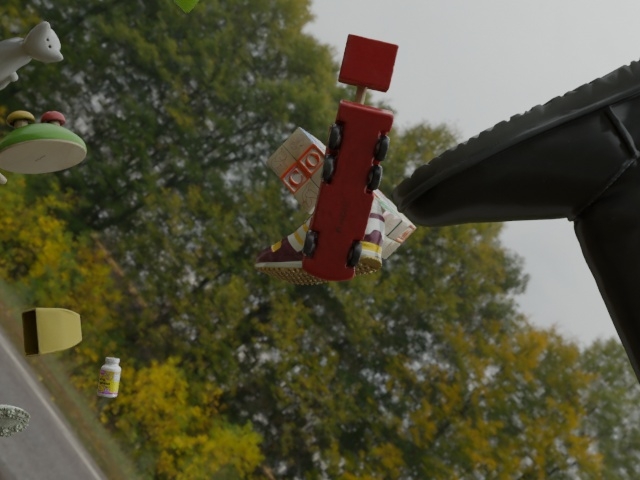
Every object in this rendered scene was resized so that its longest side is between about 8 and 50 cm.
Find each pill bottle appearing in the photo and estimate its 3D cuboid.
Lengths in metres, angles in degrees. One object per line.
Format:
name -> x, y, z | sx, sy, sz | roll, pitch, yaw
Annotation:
pill bottle -> -0.463, 0.300, 1.742 | 0.043, 0.043, 0.083 | 162, -65, -78

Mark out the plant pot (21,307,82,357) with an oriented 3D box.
plant pot -> -0.464, 0.157, 1.379 | 0.081, 0.083, 0.081 | -14, -100, 52

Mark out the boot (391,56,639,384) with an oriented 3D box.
boot -> 0.334, 0.055, 0.919 | 0.445, 0.367, 0.146 | 65, 12, 6

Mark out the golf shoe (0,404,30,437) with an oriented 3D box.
golf shoe -> -0.651, 0.331, 1.524 | 0.176, 0.069, 0.086 | 15, 12, -41

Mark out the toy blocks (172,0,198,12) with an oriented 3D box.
toy blocks -> -0.056, -0.381, 0.594 | 0.261, 0.381, 0.191 | 42, 3, 21

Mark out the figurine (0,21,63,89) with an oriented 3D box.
figurine -> -0.556, -0.387, 1.390 | 0.209, 0.092, 0.215 | -8, -64, 35

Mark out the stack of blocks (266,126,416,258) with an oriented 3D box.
stack of blocks -> 0.045, -0.077, 1.430 | 0.171, 0.087, 0.297 | 49, 11, 25

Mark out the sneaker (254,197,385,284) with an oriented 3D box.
sneaker -> 0.000, 0.000, 0.913 | 0.185, 0.084, 0.069 | -8, -23, 41

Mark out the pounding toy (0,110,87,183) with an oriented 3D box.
pounding toy -> -0.614, -0.215, 1.656 | 0.183, 0.237, 0.110 | 50, 28, -76

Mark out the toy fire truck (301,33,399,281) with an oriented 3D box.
toy fire truck -> 0.025, -0.073, 0.665 | 0.047, 0.192, 0.135 | 12, 14, -3
